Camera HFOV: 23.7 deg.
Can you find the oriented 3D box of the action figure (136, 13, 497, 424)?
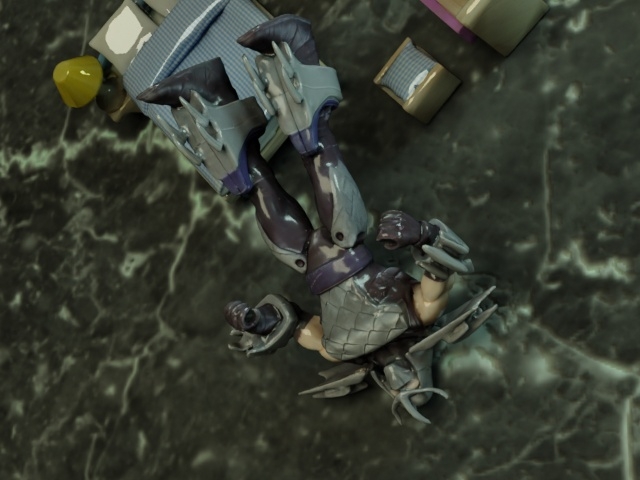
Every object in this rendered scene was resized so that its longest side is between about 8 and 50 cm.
[{"bbox_3d":[0.000,0.000,1.017,0.185,0.099,0.285,-29,90,23],"label":"action figure"}]

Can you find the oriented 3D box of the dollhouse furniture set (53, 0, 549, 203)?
[{"bbox_3d":[-0.062,-0.162,1.099,0.303,0.198,0.286,-50,53,11],"label":"dollhouse furniture set"}]
